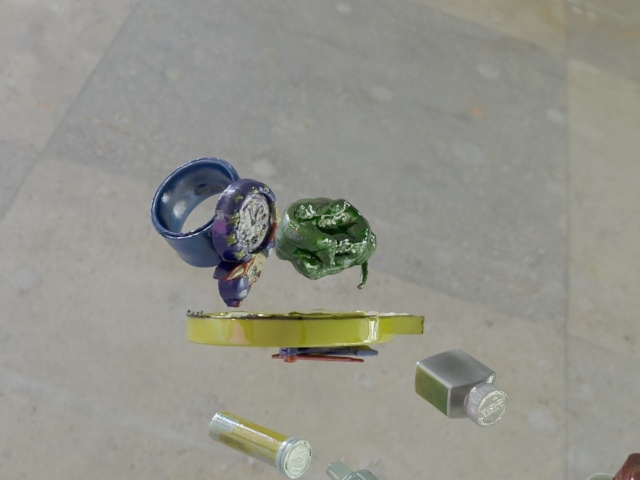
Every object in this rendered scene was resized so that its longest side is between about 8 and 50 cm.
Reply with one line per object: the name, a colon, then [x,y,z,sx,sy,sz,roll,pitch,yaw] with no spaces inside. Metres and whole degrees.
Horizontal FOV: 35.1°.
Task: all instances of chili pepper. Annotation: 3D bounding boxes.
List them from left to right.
chili pepper: [0.006,0.000,1.058,0.100,0.074,0.257,49,15,11]

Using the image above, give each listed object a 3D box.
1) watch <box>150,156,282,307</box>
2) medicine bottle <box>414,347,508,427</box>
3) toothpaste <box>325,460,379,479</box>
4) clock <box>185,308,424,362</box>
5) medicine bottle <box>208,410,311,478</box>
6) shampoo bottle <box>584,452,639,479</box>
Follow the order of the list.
watch: [-0.180,-0.030,1.693,0.200,0.171,0.196,17,57,31]
medicine bottle: [0.303,0.313,2.140,0.132,0.088,0.188,-13,26,-28]
toothpaste: [0.084,0.272,0.899,0.218,0.064,0.041,39,15,29]
clock: [-0.036,0.128,1.355,0.293,0.277,0.071,2,87,-22]
medicine bottle: [-0.118,0.381,1.917,0.218,0.074,0.074,13,30,42]
shampoo bottle: [0.152,0.193,0.565,0.071,0.284,0.153,31,30,11]
